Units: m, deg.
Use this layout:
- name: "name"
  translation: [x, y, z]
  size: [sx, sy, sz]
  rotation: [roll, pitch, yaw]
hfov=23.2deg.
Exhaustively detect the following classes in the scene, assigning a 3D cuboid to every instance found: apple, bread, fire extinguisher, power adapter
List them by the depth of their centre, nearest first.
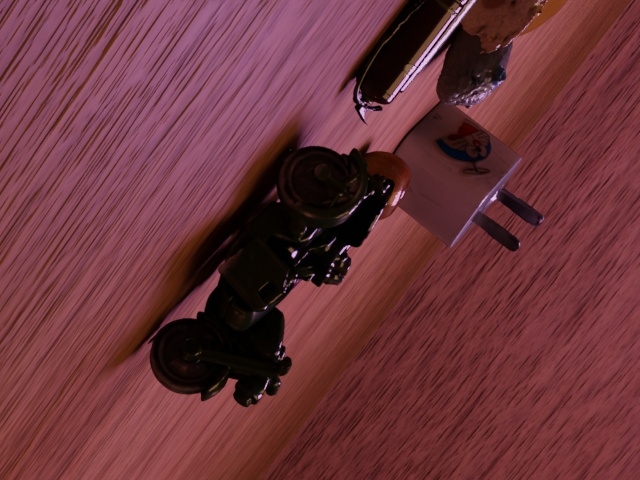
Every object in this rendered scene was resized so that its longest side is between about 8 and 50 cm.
- name: "fire extinguisher"
  translation: [0.078, -0.179, 1.461]
  size: [0.158, 0.043, 0.064]
  rotation: [-53, 149, 9]
- name: "bread"
  translation: [0.221, -0.274, 1.673]
  size: [0.134, 0.085, 0.173]
  rotation: [-55, 171, 29]
- name: "apple"
  translation: [0.063, -0.065, 1.810]
  size: [0.084, 0.071, 0.084]
  rotation: [-58, 176, -7]
- name: "power adapter"
  translation: [0.197, -0.068, 2.059]
  size: [0.130, 0.205, 0.125]
  rotation: [-46, 171, -42]

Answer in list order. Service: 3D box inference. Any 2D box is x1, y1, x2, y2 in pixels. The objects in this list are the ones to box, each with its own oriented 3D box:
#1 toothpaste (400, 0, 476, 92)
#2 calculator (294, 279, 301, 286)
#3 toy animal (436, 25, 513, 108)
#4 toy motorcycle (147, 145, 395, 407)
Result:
- name: "toothpaste"
  translation: [0.137, -0.245, 1.493]
  size: [0.239, 0.039, 0.062]
  rotation: [-52, -147, 12]
- name: "calculator"
  translation: [0.000, 0.000, 1.888]
  size: [0.190, 0.034, 0.127]
  rotation: [-42, 170, -22]
- name: "toy animal"
  translation: [0.215, -0.245, 1.805]
  size: [0.253, 0.079, 0.070]
  rotation: [-47, -167, -20]
- name: "toy motorcycle"
  translation: [-0.039, 0.033, 1.476]
  size: [0.275, 0.127, 0.205]
  rotation: [-51, 176, -23]
